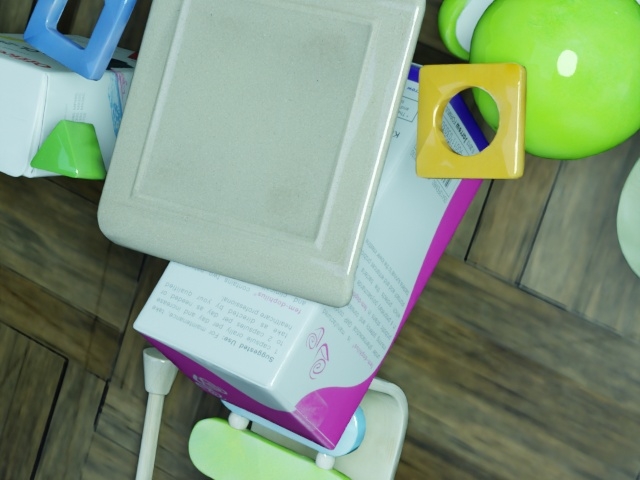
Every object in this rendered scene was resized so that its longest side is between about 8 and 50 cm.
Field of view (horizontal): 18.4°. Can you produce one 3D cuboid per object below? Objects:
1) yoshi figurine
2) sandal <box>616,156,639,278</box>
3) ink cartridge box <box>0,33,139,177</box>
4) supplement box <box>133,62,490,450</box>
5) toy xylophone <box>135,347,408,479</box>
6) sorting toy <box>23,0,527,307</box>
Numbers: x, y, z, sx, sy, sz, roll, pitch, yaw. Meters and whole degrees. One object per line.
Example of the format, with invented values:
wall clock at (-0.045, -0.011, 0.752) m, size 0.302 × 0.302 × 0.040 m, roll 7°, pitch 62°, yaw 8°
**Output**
yoshi figurine at (0.209, -0.160, 1.087) m, size 0.362 × 0.203 × 0.203 m, roll -35°, pitch 86°, yaw 37°
sandal at (0.216, -0.085, 0.993) m, size 0.120 × 0.086 × 0.303 m, roll -107°, pitch 32°, yaw -43°
ink cartridge box at (-0.181, -0.094, 1.344) m, size 0.127 × 0.175 × 0.072 m, roll 18°, pitch 103°, yaw 30°
supplement box at (0.000, 0.000, 1.221) m, size 0.114 × 0.111 × 0.220 m, roll 21°, pitch 73°, yaw 29°
toy xylophone at (-0.057, 0.200, 1.344) m, size 0.236 × 0.081 × 0.323 m, roll 12°, pitch 99°, yaw 31°
sorting toy at (-0.030, -0.073, 1.159) m, size 0.347 × 0.047 × 0.196 m, roll 15°, pitch 95°, yaw 30°
